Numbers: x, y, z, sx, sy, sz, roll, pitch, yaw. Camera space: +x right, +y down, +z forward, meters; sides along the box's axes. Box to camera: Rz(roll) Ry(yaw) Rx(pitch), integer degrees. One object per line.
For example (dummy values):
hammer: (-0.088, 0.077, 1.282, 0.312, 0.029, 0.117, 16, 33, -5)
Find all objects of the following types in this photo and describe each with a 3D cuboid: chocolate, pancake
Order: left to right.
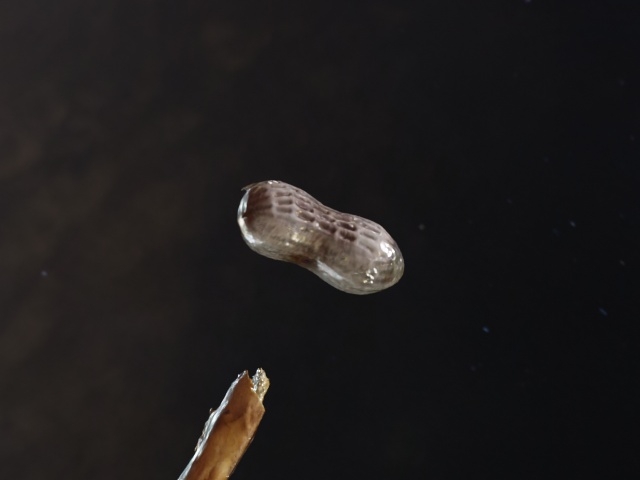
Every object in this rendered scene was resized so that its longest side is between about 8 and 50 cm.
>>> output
pancake: (-0.136, 0.261, 1.466, 0.212, 0.056, 0.257, -43, -161, 52)
chocolate: (0.000, 0.000, 1.631, 0.110, 0.248, 0.110, -159, -90, -81)
